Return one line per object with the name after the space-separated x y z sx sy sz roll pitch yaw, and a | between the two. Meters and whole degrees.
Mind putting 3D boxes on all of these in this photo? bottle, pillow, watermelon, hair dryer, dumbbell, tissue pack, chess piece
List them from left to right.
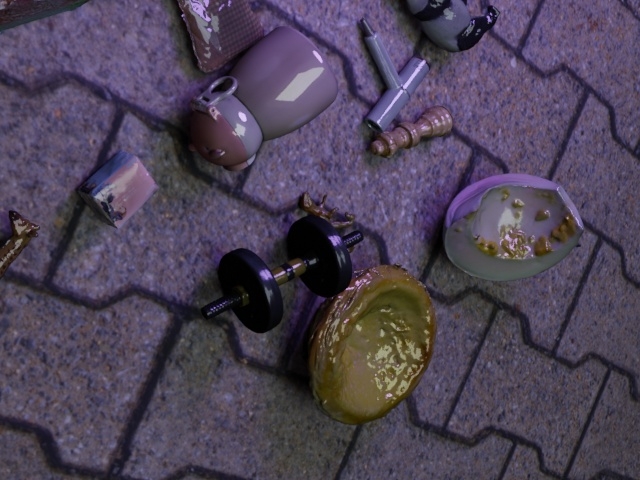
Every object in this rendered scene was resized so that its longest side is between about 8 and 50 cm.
-0.383 -0.319 1.430 0.180 0.094 0.081 -35 121 -47 | watermelon
-0.295 -0.076 1.594 0.094 0.059 0.074 -47 126 -21 | tissue pack
-0.165 -0.368 1.636 0.135 0.034 0.211 -36 122 -26 | pillow
-0.101 -0.207 1.672 0.236 0.147 0.147 -41 127 -15 | bottle
-0.057 0.053 1.781 0.325 0.143 0.143 -26 119 -32 | dumbbell
0.097 -0.301 1.884 0.183 0.044 0.155 46 71 -34 | hair dryer
0.159 -0.192 1.958 0.172 0.060 0.060 -25 118 -31 | chess piece

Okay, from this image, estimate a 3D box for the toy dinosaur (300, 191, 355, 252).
0.000 0.000 1.894 0.126 0.039 0.162 14 99 -33 | toy dinosaur

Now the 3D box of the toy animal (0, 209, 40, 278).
-0.493 0.068 1.470 0.276 0.054 0.149 -27 116 -29 | toy animal

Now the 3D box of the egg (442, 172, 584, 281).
0.352 -0.040 2.102 0.271 0.161 0.206 3 139 -10 | egg

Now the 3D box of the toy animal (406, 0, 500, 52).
0.208 -0.423 1.909 0.225 0.094 0.121 38 87 -42 | toy animal

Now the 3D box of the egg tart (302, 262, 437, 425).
0.076 0.182 1.956 0.315 0.120 0.314 -15 114 -36 | egg tart
